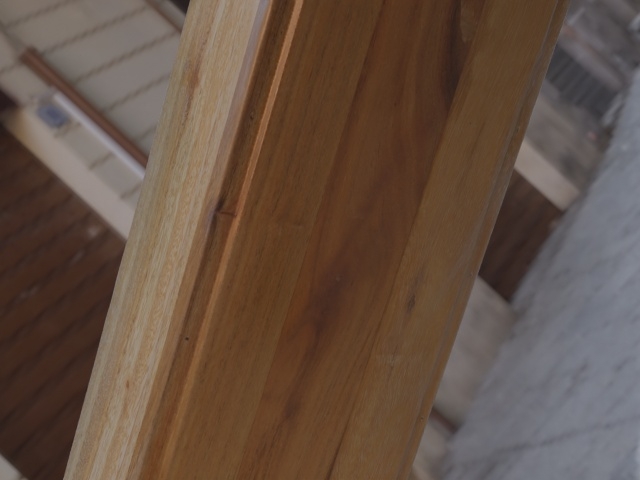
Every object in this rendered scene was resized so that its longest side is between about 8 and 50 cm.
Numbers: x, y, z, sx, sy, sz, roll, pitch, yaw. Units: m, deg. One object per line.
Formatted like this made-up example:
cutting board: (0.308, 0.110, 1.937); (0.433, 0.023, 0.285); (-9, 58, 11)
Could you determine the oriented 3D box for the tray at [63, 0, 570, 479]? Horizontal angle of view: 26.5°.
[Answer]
tray: (0.000, 0.000, 0.753); (0.202, 0.076, 0.411); (4, -72, -40)
